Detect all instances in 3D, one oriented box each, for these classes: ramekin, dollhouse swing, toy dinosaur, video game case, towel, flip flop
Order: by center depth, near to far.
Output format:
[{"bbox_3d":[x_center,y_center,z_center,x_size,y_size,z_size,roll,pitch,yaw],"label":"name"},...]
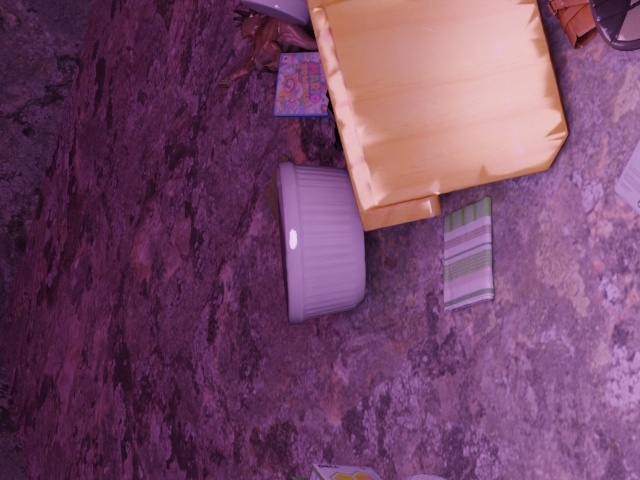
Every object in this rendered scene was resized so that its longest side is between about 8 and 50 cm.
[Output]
[{"bbox_3d":[0.374,-0.350,1.557,0.080,0.112,0.277,68,-167,-61],"label":"flip flop"},{"bbox_3d":[0.166,-0.221,1.805,0.315,0.305,0.346,-60,-44,-85],"label":"dollhouse swing"},{"bbox_3d":[0.219,0.022,1.831,0.113,0.023,0.152,-24,60,57],"label":"towel"},{"bbox_3d":[0.000,0.000,2.056,0.273,0.127,0.272,176,90,-87],"label":"ramekin"},{"bbox_3d":[-0.009,-0.284,2.276,0.166,0.015,0.119,3,85,33],"label":"video game case"},{"bbox_3d":[-0.066,-0.090,2.406,0.110,0.027,0.148,-66,30,26],"label":"towel"},{"bbox_3d":[-0.090,-0.397,2.446,0.296,0.127,0.200,-13,64,56],"label":"toy dinosaur"}]

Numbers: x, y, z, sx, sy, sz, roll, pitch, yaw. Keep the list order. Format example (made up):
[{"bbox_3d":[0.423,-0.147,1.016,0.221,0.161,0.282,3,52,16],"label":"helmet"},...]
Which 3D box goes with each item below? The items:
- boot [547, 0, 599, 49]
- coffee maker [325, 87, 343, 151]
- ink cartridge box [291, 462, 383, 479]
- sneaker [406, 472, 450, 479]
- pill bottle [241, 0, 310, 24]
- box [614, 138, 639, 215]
[{"bbox_3d":[0.320,-0.326,1.678,0.197,0.073,0.152,109,139,-83],"label":"boot"},{"bbox_3d":[0.094,-0.213,2.054,0.171,0.120,0.178,-47,42,22],"label":"coffee maker"},{"bbox_3d":[0.046,0.400,1.958,0.209,0.109,0.062,40,118,60],"label":"ink cartridge box"},{"bbox_3d":[0.188,0.437,1.698,0.282,0.102,0.161,-150,67,-73],"label":"sneaker"},{"bbox_3d":[-0.041,-0.549,2.299,0.162,0.162,0.278,22,93,62],"label":"pill bottle"},{"bbox_3d":[0.407,-0.067,1.409,0.102,0.087,0.101,-69,30,25],"label":"box"}]
